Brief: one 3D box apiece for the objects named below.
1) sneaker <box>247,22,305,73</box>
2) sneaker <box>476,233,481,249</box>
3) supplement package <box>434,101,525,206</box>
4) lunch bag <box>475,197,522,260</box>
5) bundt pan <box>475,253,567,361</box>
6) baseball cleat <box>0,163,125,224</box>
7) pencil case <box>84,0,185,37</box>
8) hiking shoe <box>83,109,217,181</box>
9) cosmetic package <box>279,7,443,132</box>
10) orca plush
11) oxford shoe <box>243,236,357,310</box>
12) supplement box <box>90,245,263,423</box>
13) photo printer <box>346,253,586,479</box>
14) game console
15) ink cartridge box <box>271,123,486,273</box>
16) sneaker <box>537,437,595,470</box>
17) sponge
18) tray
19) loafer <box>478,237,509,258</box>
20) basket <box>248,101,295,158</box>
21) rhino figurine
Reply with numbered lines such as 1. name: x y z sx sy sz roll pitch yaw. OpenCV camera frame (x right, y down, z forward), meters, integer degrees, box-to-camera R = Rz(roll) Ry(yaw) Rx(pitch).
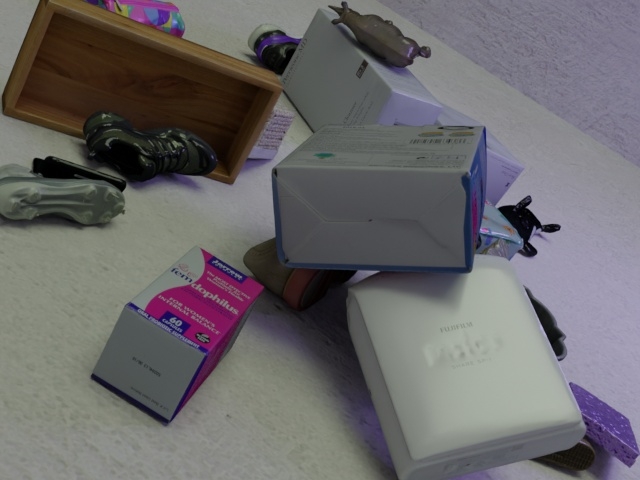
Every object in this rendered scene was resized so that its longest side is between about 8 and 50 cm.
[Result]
1. sneaker: -0.033 -0.437 2.508 0.293 0.102 0.146 -3 44 -44
2. sneaker: 0.212 0.024 1.637 0.078 0.067 0.188 57 27 6
3. supplement package: 0.285 -0.198 2.303 0.262 0.145 0.204 18 26 -38
4. lunch bag: 0.246 -0.034 2.019 0.279 0.107 0.224 12 27 -37
5. bundt pan: 0.222 0.133 1.646 0.331 0.124 0.331 25 24 -12
6. baseball cleat: -0.373 -0.072 1.436 0.109 0.072 0.206 39 21 33
7. pencil case: -0.390 -0.460 2.135 0.104 0.104 0.236 42 26 25
8. hiking shoe: -0.274 -0.129 1.667 0.227 0.086 0.114 12 43 -24
9. cosmetic package: 0.079 -0.320 2.255 0.156 0.217 0.385 11 29 -37
10. orca plush: 0.459 -0.046 2.286 0.287 0.102 0.151 4 35 -45
11. oxford shoe: 0.000 0.000 1.661 0.130 0.123 0.348 31 22 15
12. supplement box: -0.169 0.109 1.266 0.111 0.114 0.220 31 22 3
13. photo printer: 0.181 0.156 1.384 0.256 0.107 0.307 -10 55 -11
14. game console: -0.355 -0.102 1.516 0.122 0.107 0.071 18 55 -24
15. ink cartridge box: 0.108 -0.082 1.532 0.270 0.151 0.395 2 19 12
16. sneaker: 0.323 0.291 1.551 0.188 0.066 0.071 30 7 -14
17. sponge: 0.448 0.291 1.652 0.117 0.031 0.210 35 11 7
18. tray: -0.291 -0.247 1.703 0.411 0.202 0.076 16 27 -29
19. loafer: 0.284 0.032 1.728 0.045 0.039 0.125 64 28 -6
20. basket: -0.127 -0.224 1.925 0.113 0.103 0.167 34 11 9
21. rhino figurine: 0.114 -0.444 2.190 0.243 0.073 0.106 36 23 16
